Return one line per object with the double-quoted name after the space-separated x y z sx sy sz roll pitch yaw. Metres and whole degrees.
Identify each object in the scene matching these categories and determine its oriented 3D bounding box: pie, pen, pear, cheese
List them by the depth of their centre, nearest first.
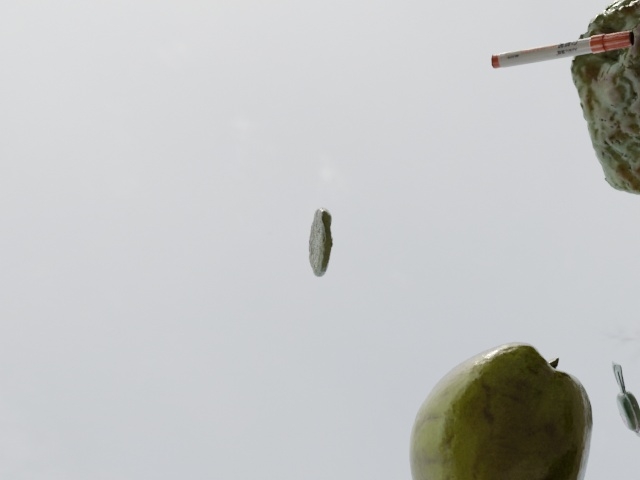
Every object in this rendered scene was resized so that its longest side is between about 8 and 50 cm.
0.000 0.000 1.248 0.017 0.085 0.085 2 -98 -15 "pie"
0.258 0.305 1.503 0.269 0.269 0.321 24 -86 -32 "pear"
0.474 0.247 1.607 0.026 0.067 0.120 -17 -91 2 "cheese"
0.380 -0.301 1.646 0.028 0.239 0.028 5 -97 -52 "pen"
0.633 -0.266 1.791 0.395 0.418 0.180 60 -144 -11 "pie"
